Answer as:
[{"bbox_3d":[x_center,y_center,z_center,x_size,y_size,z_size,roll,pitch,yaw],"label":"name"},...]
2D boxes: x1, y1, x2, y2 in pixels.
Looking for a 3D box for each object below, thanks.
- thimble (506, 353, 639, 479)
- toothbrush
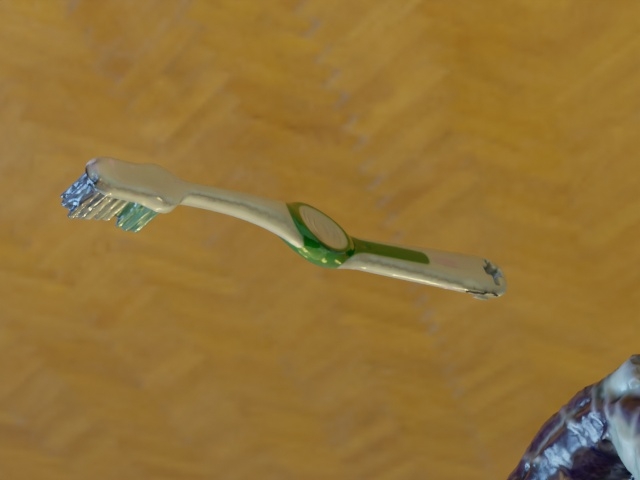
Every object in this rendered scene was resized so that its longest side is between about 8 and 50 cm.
[{"bbox_3d":[0.198,0.193,0.951,0.150,0.237,0.237,18,147,-23],"label":"thimble"},{"bbox_3d":[0.004,-0.003,1.069,0.040,0.042,0.418,-41,148,29],"label":"toothbrush"}]
